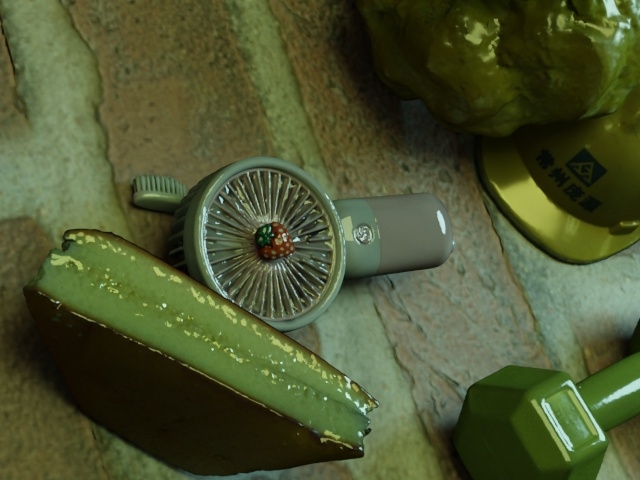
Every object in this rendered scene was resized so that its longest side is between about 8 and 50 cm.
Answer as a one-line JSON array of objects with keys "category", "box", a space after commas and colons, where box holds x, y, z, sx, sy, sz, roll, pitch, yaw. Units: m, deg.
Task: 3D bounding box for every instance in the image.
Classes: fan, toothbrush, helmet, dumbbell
[{"category": "fan", "box": [0.000, 0.000, 1.186, 0.244, 0.074, 0.130, -7, 83, -35]}, {"category": "toothbrush", "box": [-0.015, -0.018, 1.236, 0.286, 0.020, 0.025, 10, 53, -28]}, {"category": "helmet", "box": [0.267, -0.112, 1.397, 0.205, 0.140, 0.257, 45, 47, -3]}, {"category": "dumbbell", "box": [0.241, 0.122, 1.262, 0.302, 0.108, 0.121, -19, 75, -38]}]

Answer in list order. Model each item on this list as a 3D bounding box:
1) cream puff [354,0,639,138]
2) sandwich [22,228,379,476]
[{"category": "cream puff", "box": [0.154, -0.223, 1.302, 0.281, 0.185, 0.282, -6, 62, 12]}, {"category": "sandwich", "box": [-0.089, 0.088, 1.082, 0.258, 0.096, 0.094, 32, 45, -12]}]
